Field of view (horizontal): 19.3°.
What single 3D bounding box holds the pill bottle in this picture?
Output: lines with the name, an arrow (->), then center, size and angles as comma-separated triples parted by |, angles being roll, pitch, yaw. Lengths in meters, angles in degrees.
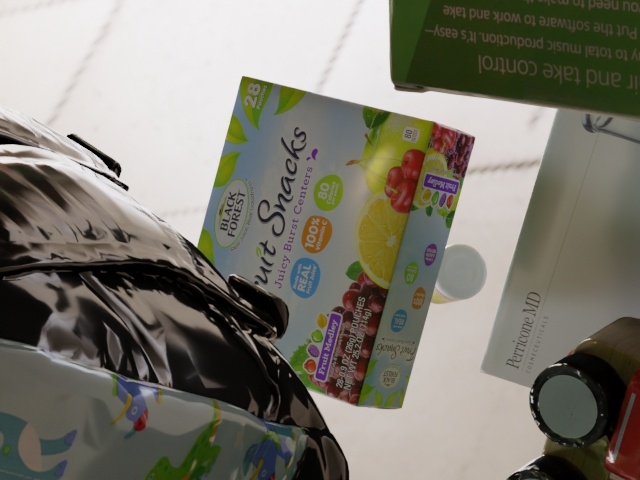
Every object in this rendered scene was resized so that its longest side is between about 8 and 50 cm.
pill bottle -> 0.097, 0.027, 1.452 | 0.043, 0.043, 0.083 | -49, 6, -13

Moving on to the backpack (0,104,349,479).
backpack -> -0.177, 0.042, 0.707 | 0.290, 0.355, 0.273 | 43, 83, 16

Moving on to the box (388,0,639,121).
box -> 0.123, -0.198, 0.641 | 0.232, 0.322, 0.058 | 13, 21, 40

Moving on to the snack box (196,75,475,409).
snack box -> 0.000, 0.000, 1.361 | 0.174, 0.070, 0.207 | 18, 92, 34

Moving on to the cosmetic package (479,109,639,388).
cosmetic package -> 0.290, -0.015, 1.315 | 0.284, 0.377, 0.097 | 19, 44, 9

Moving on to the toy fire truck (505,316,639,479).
toy fire truck -> 0.240, 0.196, 1.210 | 0.246, 0.217, 0.158 | 26, 26, 26
